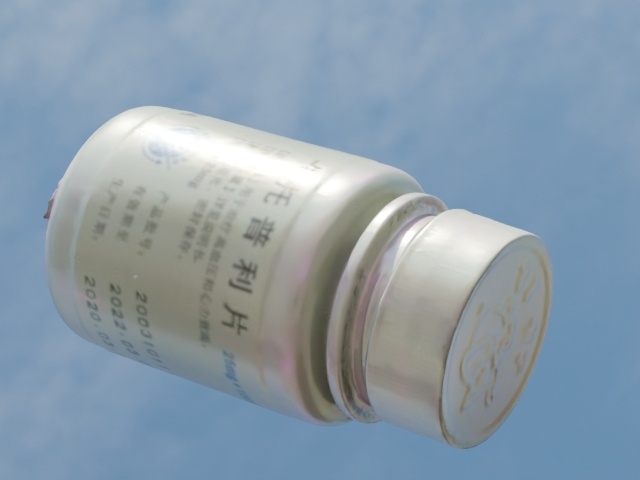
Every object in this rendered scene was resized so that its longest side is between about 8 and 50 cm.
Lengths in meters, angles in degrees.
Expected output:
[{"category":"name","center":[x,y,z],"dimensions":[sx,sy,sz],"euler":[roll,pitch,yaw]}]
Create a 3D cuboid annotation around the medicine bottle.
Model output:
[{"category":"medicine bottle","center":[-0.016,0.024,1.006],"dimensions":[0.170,0.293,0.170],"euler":[-37,-44,-47]}]
